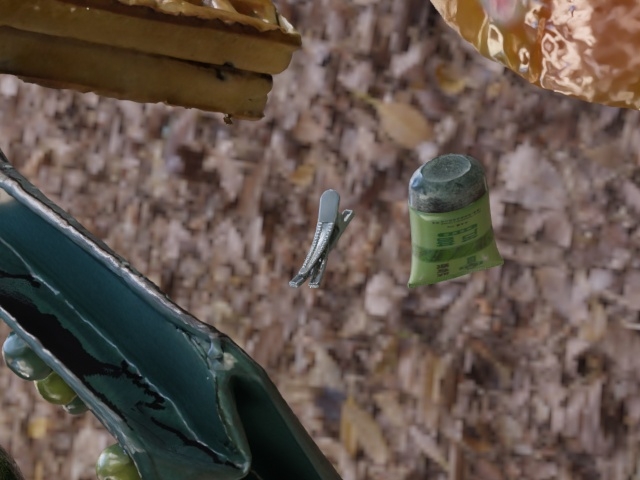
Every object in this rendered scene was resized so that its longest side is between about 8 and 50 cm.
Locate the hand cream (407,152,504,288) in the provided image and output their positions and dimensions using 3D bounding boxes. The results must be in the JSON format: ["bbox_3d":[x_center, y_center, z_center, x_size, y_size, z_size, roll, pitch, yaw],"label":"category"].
[{"bbox_3d":[0.120,-0.014,1.466,0.175,0.095,0.046,78,176,-53],"label":"hand cream"}]

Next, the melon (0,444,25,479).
[{"bbox_3d":[-0.248,0.162,1.003,0.114,0.167,0.114,-29,43,30],"label":"melon"}]

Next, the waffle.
[{"bbox_3d":[-0.193,-0.193,1.208,0.213,0.308,0.091,54,126,45],"label":"waffle"}]

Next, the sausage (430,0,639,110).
[{"bbox_3d":[0.157,-0.233,0.674,0.287,0.233,0.233,94,162,-50],"label":"sausage"}]

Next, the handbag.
[{"bbox_3d":[-0.106,0.096,0.954,0.269,0.274,0.100,36,76,33],"label":"handbag"}]

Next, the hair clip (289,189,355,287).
[{"bbox_3d":[-0.001,0.000,1.503,0.030,0.039,0.115,-6,40,26],"label":"hair clip"}]
